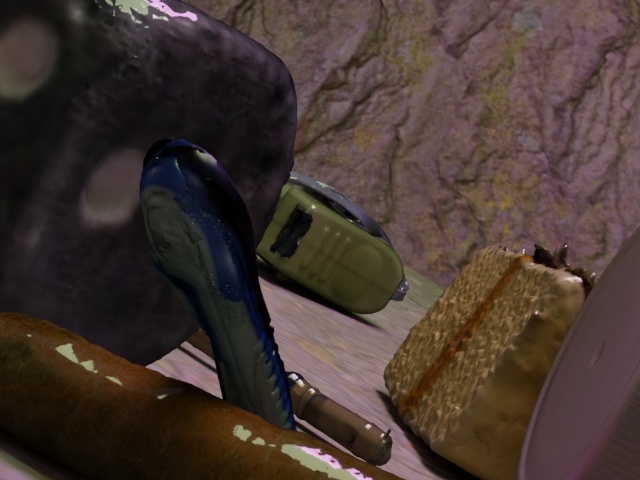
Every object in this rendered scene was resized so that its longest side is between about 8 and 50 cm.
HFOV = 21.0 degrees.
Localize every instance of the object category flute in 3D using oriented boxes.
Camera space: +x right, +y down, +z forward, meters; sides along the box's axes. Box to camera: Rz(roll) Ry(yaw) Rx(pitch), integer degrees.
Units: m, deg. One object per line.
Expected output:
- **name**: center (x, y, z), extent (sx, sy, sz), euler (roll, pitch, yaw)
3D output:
- **flute**: center (-0.050, 0.069, 1.023), extent (0.233, 0.027, 0.027), euler (30, 4, 29)

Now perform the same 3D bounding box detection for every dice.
- **dice**: center (-0.134, -0.051, 0.838), extent (0.182, 0.181, 0.183), euler (28, 3, 31)

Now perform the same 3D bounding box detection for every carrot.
- **carrot**: center (0.004, 0.106, 0.625), extent (0.342, 0.070, 0.070), euler (23, 2, 9)

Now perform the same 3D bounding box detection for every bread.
- **bread**: center (0.123, 0.103, 1.201), extent (0.266, 0.142, 0.178), euler (-130, -162, -85)

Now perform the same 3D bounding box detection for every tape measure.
- **tape measure**: center (0.000, 0.000, 1.786), extent (0.200, 0.106, 0.175), euler (28, 6, -41)

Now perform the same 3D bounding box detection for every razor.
- **razor**: center (-0.016, 0.062, 0.682), extent (0.093, 0.056, 0.324), euler (20, -21, 23)

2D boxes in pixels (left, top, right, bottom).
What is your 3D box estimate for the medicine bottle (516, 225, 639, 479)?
- **medicine bottle**: center (0.287, 0.132, 0.976), extent (0.302, 0.241, 0.241), euler (28, 3, -4)
